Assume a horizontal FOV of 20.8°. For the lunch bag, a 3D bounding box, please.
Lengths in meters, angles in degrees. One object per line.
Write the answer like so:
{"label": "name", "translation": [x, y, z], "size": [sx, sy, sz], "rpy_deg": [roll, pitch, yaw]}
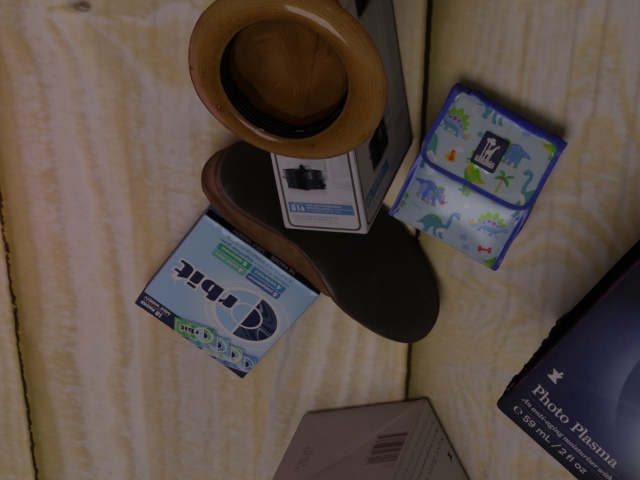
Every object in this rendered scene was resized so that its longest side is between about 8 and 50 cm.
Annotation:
{"label": "lunch bag", "translation": [0.158, -0.067, 1.742], "size": [0.128, 0.096, 0.151], "rpy_deg": [29, 119, 3]}

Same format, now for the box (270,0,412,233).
{"label": "box", "translation": [0.009, -0.170, 1.667], "size": [0.087, 0.169, 0.290], "rpy_deg": [5, 128, 21]}

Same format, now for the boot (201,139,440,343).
{"label": "boot", "translation": [0.000, 0.000, 1.880], "size": [0.305, 0.112, 0.115], "rpy_deg": [40, 162, -16]}

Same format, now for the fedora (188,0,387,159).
{"label": "fedora", "translation": [-0.021, -0.160, 1.523], "size": [0.194, 0.079, 0.194], "rpy_deg": [13, 137, 12]}

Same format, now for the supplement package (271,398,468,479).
{"label": "supplement package", "translation": [0.084, 0.359, 2.057], "size": [0.175, 0.177, 0.293], "rpy_deg": [-10, 123, 30]}

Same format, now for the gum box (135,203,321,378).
{"label": "gum box", "translation": [-0.103, 0.056, 1.986], "size": [0.157, 0.041, 0.184], "rpy_deg": [35, 132, -6]}

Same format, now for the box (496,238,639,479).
{"label": "box", "translation": [0.385, 0.139, 1.710], "size": [0.296, 0.183, 0.294], "rpy_deg": [41, 132, 5]}
